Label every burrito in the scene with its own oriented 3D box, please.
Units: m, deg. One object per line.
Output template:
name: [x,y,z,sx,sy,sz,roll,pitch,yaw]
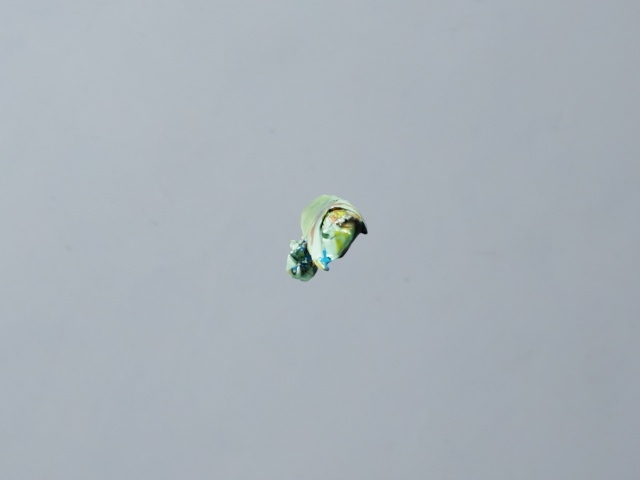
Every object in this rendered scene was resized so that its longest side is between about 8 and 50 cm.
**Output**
burrito: [0.000,0.000,1.622,0.054,0.288,0.104,37,93,-6]
